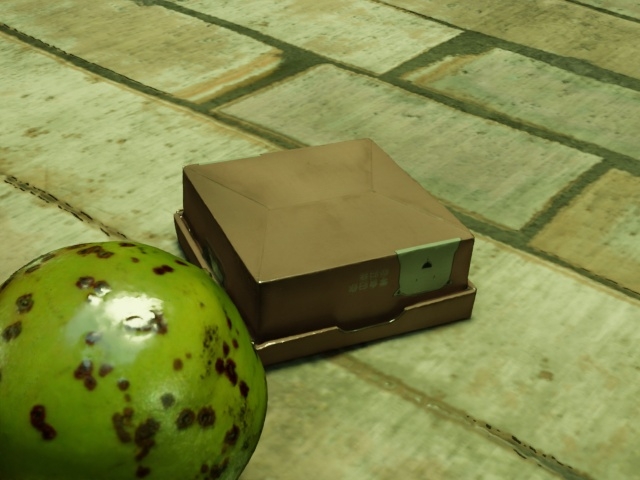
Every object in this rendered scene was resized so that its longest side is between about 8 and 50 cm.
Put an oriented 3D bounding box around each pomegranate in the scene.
[{"bbox_3d":[-0.140,0.122,0.596,0.198,0.246,0.198,15,-4,1],"label":"pomegranate"}]

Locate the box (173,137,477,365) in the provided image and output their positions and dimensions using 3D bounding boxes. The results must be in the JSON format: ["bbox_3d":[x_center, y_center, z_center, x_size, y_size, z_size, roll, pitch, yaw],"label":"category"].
[{"bbox_3d":[0.000,0.000,0.857,0.215,0.086,0.215,-11,36,-21],"label":"box"}]
